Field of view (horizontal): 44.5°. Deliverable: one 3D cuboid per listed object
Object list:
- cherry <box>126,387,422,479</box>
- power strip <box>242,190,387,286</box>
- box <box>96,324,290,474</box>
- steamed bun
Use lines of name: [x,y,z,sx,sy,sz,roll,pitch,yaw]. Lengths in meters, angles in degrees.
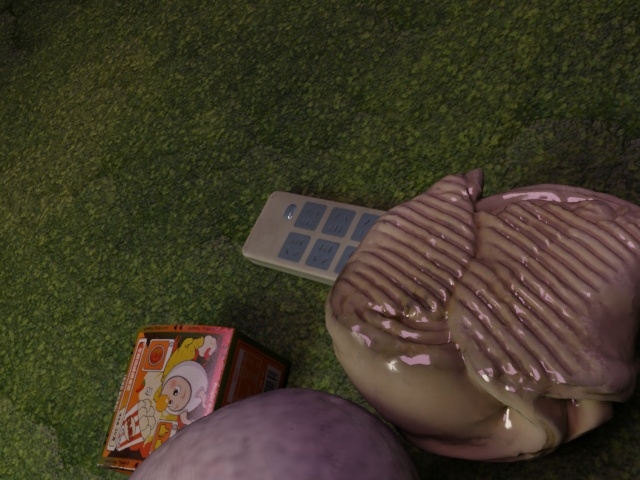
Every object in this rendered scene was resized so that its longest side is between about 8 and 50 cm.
cherry: [-0.033,0.301,0.730,0.326,0.291,0.335,-41,33,-22]
power strip: [0.000,0.000,1.127,0.270,0.046,0.118,13,72,40]
box: [-0.167,0.226,1.042,0.177,0.148,0.195,-3,63,32]
steamed bun: [0.182,0.092,0.840,0.309,0.219,0.324,11,45,24]
